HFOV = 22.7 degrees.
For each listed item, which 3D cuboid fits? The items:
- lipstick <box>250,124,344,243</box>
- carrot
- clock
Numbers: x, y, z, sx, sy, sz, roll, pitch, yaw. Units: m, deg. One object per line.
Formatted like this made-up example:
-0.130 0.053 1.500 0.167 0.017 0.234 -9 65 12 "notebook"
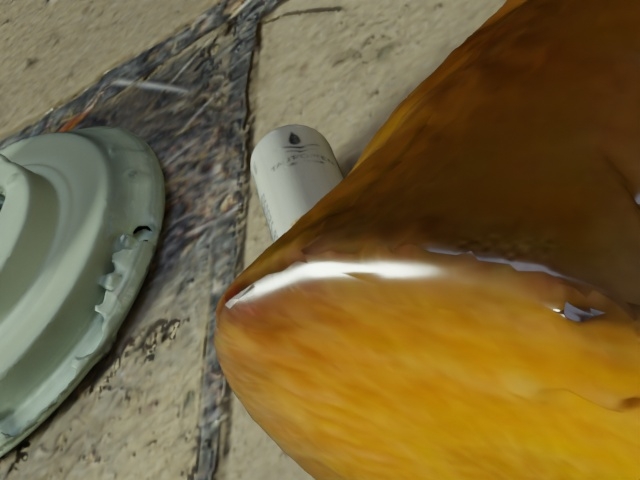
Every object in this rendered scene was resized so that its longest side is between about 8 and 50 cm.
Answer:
0.000 0.000 0.670 0.040 0.040 0.141 -37 35 11 "lipstick"
0.110 -0.032 0.450 0.196 0.196 0.254 -1 49 45 "carrot"
-0.184 0.023 0.828 0.236 0.053 0.236 -28 39 25 "clock"
